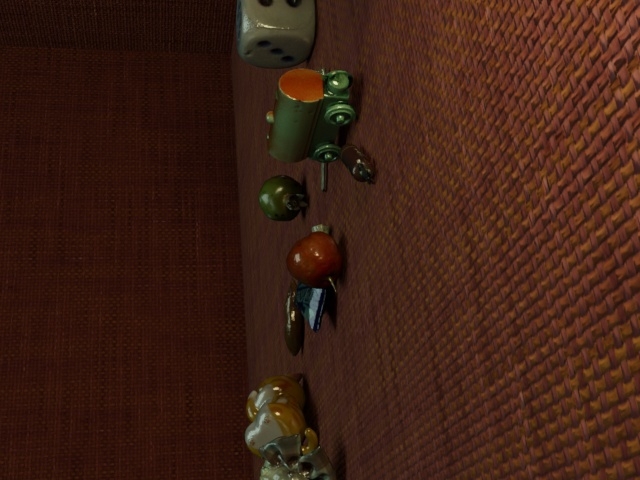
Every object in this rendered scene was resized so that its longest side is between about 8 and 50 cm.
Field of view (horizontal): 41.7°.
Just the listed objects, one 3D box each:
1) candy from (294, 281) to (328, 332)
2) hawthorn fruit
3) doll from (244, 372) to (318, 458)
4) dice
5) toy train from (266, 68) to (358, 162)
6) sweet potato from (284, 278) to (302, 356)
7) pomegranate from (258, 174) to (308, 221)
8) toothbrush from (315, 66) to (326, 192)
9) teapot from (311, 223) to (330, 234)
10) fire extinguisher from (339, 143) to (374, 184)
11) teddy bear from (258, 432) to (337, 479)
[{"bbox_3d":[-0.019,0.124,2.025,0.275,0.070,0.145,-138,57,-78],"label":"candy"},{"bbox_3d":[-0.002,0.046,1.837,0.125,0.140,0.125,-47,-34,-47],"label":"hawthorn fruit"},{"bbox_3d":[-0.112,0.463,2.233,0.167,0.162,0.270,-50,22,19],"label":"doll"},{"bbox_3d":[-0.119,-0.571,2.180,0.193,0.191,0.194,124,146,-69],"label":"dice"},{"bbox_3d":[-0.026,-0.257,1.757,0.285,0.177,0.116,112,156,-64],"label":"toy train"},{"bbox_3d":[-0.075,0.217,2.341,0.065,0.051,0.218,-152,62,-80],"label":"sweet potato"},{"bbox_3d":[-0.098,-0.121,2.287,0.159,0.129,0.129,-29,60,55],"label":"pomegranate"},{"bbox_3d":[0.007,-0.260,1.986,0.026,0.028,0.294,-137,43,-77],"label":"toothbrush"},{"bbox_3d":[0.000,0.000,1.953,0.067,0.057,0.083,103,168,-65],"label":"teapot"},{"bbox_3d":[0.072,-0.144,1.609,0.064,0.043,0.158,62,-179,-24],"label":"fire extinguisher"},{"bbox_3d":[-0.100,0.674,1.868,0.375,0.327,0.362,-53,-30,-30],"label":"teddy bear"}]
